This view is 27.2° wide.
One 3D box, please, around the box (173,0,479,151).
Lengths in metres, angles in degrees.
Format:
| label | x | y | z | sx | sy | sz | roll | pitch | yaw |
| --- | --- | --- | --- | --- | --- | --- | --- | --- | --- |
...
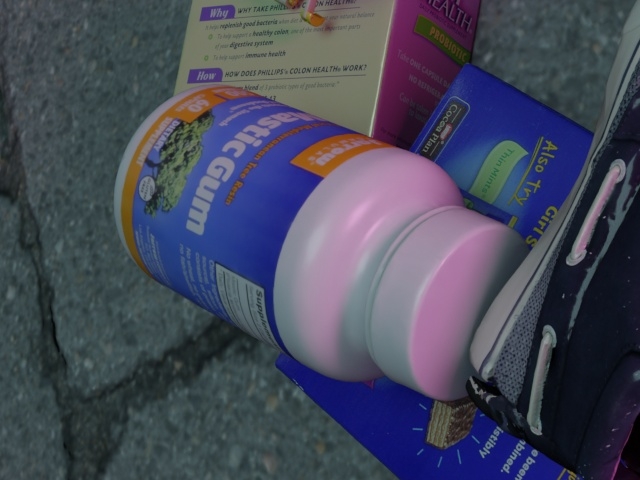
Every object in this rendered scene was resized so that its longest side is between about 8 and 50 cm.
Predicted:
| label | x | y | z | sx | sy | sz | roll | pitch | yaw |
| --- | --- | --- | --- | --- | --- | --- | --- | --- | --- |
| box | 0.000 | -0.134 | 1.081 | 0.214 | 0.117 | 0.242 | 2 | 78 | 37 |

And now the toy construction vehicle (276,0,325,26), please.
| label | x | y | z | sx | sy | sz | roll | pitch | yaw |
| --- | --- | --- | --- | --- | --- | --- | --- | --- | --- |
| toy construction vehicle | -0.002 | -0.220 | 1.009 | 0.086 | 0.035 | 0.098 | 41 | 101 | 38 |

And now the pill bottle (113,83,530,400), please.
| label | x | y | z | sx | sy | sz | roll | pitch | yaw |
| --- | --- | --- | --- | --- | --- | --- | --- | --- | --- |
| pill bottle | 0.000 | 0.000 | 0.860 | 0.272 | 0.152 | 0.152 | 24 | 91 | 42 |

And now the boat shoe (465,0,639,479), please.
| label | x | y | z | sx | sy | sz | roll | pitch | yaw |
| --- | --- | --- | --- | --- | --- | --- | --- | --- | --- |
| boat shoe | 0.210 | -0.016 | 0.697 | 0.340 | 0.127 | 0.158 | -65 | 24 | 11 |

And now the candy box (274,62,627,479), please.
| label | x | y | z | sx | sy | sz | roll | pitch | yaw |
| --- | --- | --- | --- | --- | --- | --- | --- | --- | --- |
| candy box | 0.160 | 0.072 | 0.891 | 0.317 | 0.122 | 0.268 | 39 | 100 | 40 |
